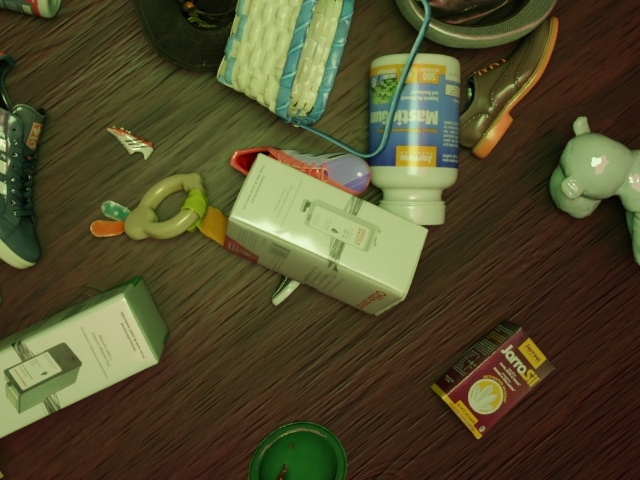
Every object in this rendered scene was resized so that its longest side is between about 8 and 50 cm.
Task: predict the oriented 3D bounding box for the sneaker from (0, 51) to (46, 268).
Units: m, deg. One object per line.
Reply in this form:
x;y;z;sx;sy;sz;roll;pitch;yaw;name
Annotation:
-0.492;-0.133;1.177;0.148;0.131;0.350;-20;96;0;sneaker

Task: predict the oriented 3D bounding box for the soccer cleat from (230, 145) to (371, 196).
-0.035;-0.111;1.190;0.095;0.248;0.083;6;96;-51;soccer cleat

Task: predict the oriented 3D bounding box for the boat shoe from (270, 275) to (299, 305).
-0.042;0.050;1.289;0.040;0.049;0.142;42;82;-2;boat shoe

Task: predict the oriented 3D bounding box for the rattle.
-0.263;-0.025;1.264;0.199;0.143;0.130;-26;64;11;rattle

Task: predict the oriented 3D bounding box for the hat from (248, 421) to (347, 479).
-0.038;0.429;1.245;0.173;0.183;0.208;35;90;-8;hat

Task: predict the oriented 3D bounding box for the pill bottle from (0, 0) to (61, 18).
-0.506;-0.420;1.167;0.180;0.108;0.108;10;93;-7;pill bottle

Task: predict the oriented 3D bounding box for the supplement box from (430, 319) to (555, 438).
0.305;0.245;1.323;0.188;0.081;0.104;-42;97;-2;supplement box

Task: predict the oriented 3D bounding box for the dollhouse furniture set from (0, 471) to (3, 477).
-0.684;0.413;1.148;0.259;0.262;0.135;-28;96;28;dollhouse furniture set

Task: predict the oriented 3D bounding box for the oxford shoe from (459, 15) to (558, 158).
0.314;-0.280;1.281;0.098;0.097;0.271;31;90;-2;oxford shoe

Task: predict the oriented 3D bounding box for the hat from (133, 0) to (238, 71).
-0.194;-0.443;1.168;0.134;0.331;0.331;32;90;34;hat

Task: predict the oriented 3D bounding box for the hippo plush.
0.510;-0.076;1.239;0.236;0.294;0.234;8;72;1;hippo plush

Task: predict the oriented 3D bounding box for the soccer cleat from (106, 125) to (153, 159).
-0.322;-0.164;1.247;0.083;0.029;0.036;24;87;-12;soccer cleat

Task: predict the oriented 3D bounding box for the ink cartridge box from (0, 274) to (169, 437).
-0.401;0.179;1.173;0.289;0.211;0.122;-25;98;-3;ink cartridge box

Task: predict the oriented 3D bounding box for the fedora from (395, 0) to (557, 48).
0.251;-0.435;1.244;0.275;0.124;0.244;-6;93;3;fedora

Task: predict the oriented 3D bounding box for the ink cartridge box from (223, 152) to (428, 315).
0.000;0.000;1.170;0.283;0.207;0.117;24;73;-4;ink cartridge box

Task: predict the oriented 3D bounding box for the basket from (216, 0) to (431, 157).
0.005;-0.295;1.163;0.288;0.201;0.255;26;108;18;basket

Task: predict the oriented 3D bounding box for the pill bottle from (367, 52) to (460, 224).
0.155;-0.163;1.240;0.152;0.152;0.272;0;93;-7;pill bottle
